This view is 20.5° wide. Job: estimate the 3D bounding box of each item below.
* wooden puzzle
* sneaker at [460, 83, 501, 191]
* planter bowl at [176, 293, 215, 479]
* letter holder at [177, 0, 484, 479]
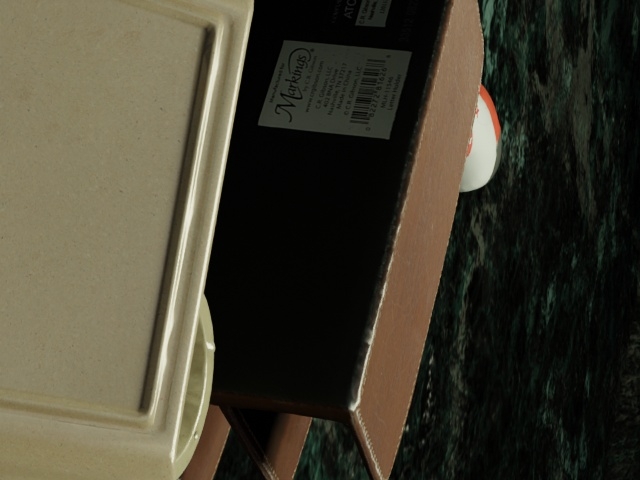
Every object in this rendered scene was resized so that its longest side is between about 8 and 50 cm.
[{"bbox_3d":[-0.136,-0.026,0.669,0.221,0.044,0.238,14,78,-37],"label":"wooden puzzle"},{"bbox_3d":[0.062,-0.092,1.312,0.270,0.090,0.145,69,32,-46],"label":"sneaker"},{"bbox_3d":[-0.114,0.057,0.787,0.162,0.109,0.162,5,90,-71],"label":"planter bowl"},{"bbox_3d":[0.000,0.000,1.052,0.214,0.152,0.301,68,32,-58],"label":"letter holder"}]
